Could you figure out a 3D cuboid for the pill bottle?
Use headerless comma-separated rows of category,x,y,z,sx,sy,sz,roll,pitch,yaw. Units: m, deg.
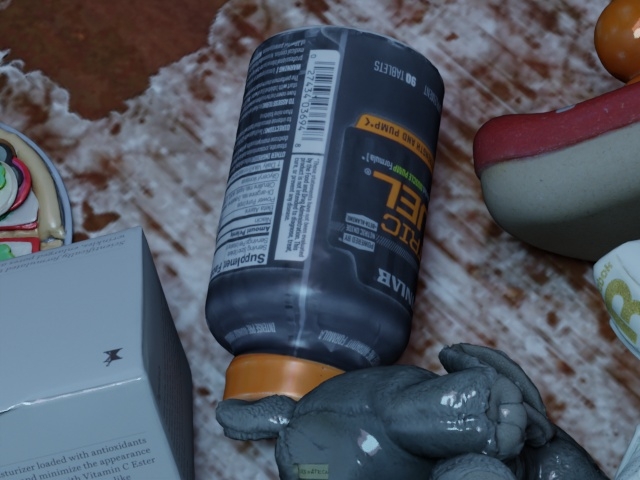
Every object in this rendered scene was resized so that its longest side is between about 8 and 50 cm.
pill bottle,0.000,0.000,1.224,0.130,0.130,0.245,5,67,11

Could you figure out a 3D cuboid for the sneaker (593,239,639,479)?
sneaker,0.180,0.080,0.978,0.293,0.108,0.169,-25,53,-38

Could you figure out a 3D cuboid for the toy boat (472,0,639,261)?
toy boat,0.203,-0.083,1.197,0.231,0.151,0.151,-19,64,26

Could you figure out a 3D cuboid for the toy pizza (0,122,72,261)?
toy pizza,-0.267,-0.001,1.319,0.201,0.032,0.201,-3,65,7

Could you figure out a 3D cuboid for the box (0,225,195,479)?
box,-0.175,0.099,1.170,0.181,0.119,0.182,-13,29,2

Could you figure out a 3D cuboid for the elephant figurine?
elephant figurine,0.097,0.145,1.128,0.169,0.239,0.186,-30,71,30
